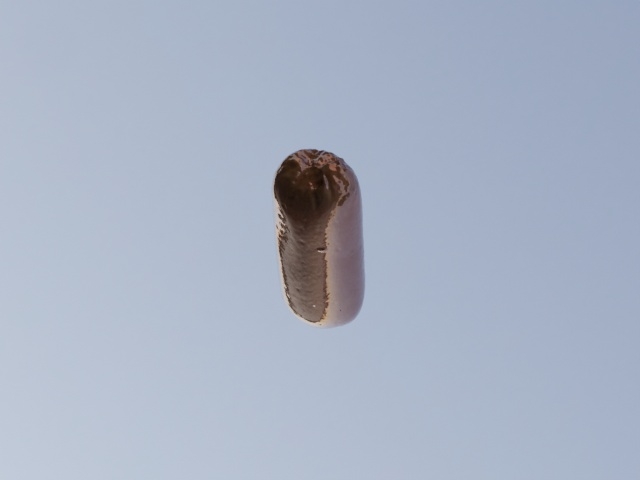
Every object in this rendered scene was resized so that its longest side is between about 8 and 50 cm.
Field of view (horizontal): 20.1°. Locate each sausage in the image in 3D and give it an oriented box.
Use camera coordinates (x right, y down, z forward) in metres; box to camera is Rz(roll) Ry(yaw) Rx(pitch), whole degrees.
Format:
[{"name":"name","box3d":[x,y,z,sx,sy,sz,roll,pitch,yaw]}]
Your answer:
[{"name":"sausage","box3d":[0.000,0.000,0.670,0.034,0.034,0.083,43,-26,31]}]
